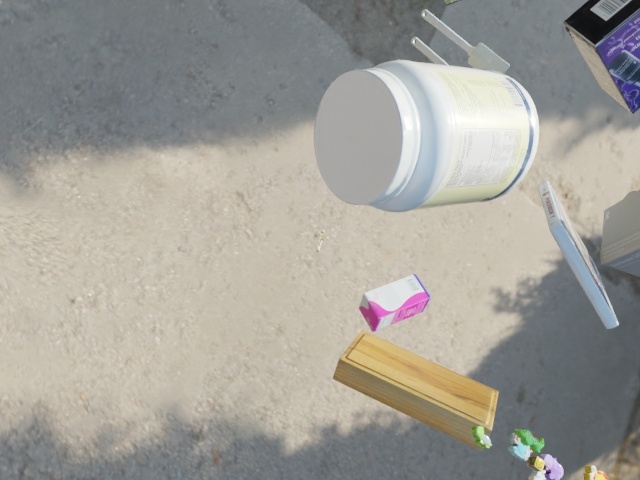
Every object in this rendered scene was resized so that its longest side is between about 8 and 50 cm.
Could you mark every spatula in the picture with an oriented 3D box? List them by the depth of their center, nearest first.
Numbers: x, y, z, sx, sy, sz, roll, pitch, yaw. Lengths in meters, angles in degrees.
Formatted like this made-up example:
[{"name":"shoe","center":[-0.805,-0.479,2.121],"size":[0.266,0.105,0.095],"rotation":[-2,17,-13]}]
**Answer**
[{"name":"spatula","center":[0.261,-0.364,1.211],"size":[0.019,0.242,0.168],"rotation":[-14,143,-45]}]

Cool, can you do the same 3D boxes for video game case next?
[{"name":"video game case","center":[0.421,0.017,0.942],"size":[0.201,0.023,0.183],"rotation":[54,26,-15]}]

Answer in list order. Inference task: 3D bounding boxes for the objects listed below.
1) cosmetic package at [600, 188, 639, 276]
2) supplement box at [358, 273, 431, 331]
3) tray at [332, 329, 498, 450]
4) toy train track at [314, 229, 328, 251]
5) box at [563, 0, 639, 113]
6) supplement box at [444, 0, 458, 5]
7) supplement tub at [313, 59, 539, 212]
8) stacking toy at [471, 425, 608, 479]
[{"name":"cosmetic package","center":[0.540,0.008,0.809],"size":[0.237,0.127,0.107],"rotation":[14,69,-3]},{"name":"supplement box","center":[0.262,0.222,2.041],"size":[0.220,0.114,0.111],"rotation":[-17,59,-21]},{"name":"tray","center":[0.259,0.386,1.533],"size":[0.203,0.410,0.076],"rotation":[-33,143,-64]},{"name":"toy train track","center":[0.000,0.000,1.933],"size":[0.048,0.014,0.083],"rotation":[10,63,8]},{"name":"box","center":[0.560,-0.356,1.018],"size":[0.153,0.108,0.207],"rotation":[-41,131,21]},{"name":"supplement box","center":[0.328,-0.653,1.433],"size":[0.083,0.056,0.083],"rotation":[7,73,-66]},{"name":"supplement tub","center":[0.175,-0.169,0.942],"size":[0.324,0.235,0.236],"rotation":[-8,97,-38]},{"name":"stacking toy","center":[0.435,0.434,1.154],"size":[0.221,0.167,0.052],"rotation":[36,63,-7]}]
